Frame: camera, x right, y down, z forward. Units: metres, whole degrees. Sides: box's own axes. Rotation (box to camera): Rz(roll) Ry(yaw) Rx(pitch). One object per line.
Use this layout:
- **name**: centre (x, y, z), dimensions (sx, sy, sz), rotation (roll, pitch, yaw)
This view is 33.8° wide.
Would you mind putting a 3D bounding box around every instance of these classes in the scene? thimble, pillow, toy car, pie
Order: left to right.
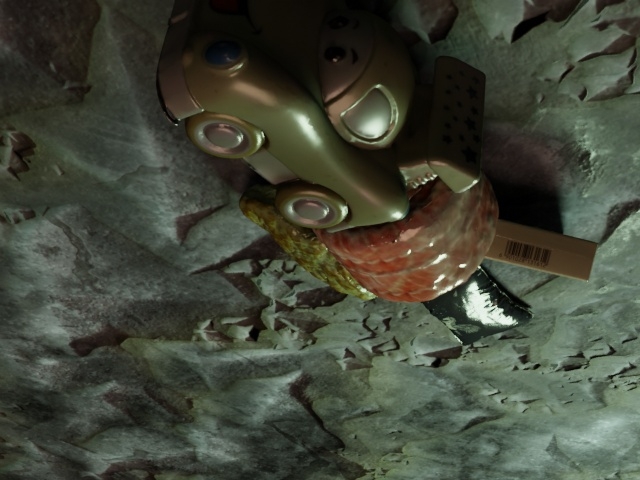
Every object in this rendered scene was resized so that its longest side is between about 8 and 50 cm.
- **pie**: centre (0.000, 0.000, 1.541), dimensions (0.248, 0.090, 0.201), rotation (42, 169, -37)
- **toy car**: centre (0.010, -0.178, 1.162), dimensions (0.226, 0.242, 0.336), rotation (-13, 143, 33)
- **thimble**: centre (0.105, -0.044, 1.362), dimensions (0.239, 0.239, 0.162), rotation (-14, 139, 30)
- **pillow**: centre (0.242, 0.105, 1.719), dimensions (0.141, 0.055, 0.208), rotation (-25, 137, 28)

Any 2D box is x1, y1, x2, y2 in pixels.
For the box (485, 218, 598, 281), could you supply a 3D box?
- **box**: centre (0.271, 0.003, 1.491), dimensions (0.201, 0.058, 0.141), rotation (12, -177, -7)
